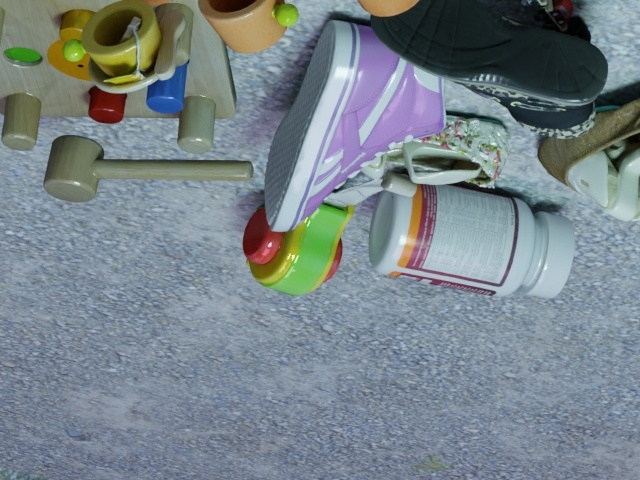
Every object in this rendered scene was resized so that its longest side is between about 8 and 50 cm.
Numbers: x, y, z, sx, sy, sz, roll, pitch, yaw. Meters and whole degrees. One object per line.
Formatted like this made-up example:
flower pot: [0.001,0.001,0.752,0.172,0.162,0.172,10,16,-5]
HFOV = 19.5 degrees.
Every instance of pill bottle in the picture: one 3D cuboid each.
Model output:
pill bottle: [0.177,0.000,2.188,0.221,0.121,0.121,11,156,-14]

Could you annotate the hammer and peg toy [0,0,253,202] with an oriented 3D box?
hammer and peg toy: [-0.209,-0.168,1.882,0.266,0.127,0.361,1,156,5]

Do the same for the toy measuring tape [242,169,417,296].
toy measuring tape: [0.000,0.000,2.185,0.121,0.121,0.330,19,162,-29]

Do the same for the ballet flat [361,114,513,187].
ballet flat: [0.089,-0.102,2.031,0.241,0.077,0.091,5,155,2]

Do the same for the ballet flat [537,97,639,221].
ballet flat: [0.348,-0.091,1.943,0.116,0.124,0.342,22,151,-33]

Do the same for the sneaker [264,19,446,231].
sneaker: [0.044,-0.101,1.950,0.161,0.102,0.282,8,139,-20]

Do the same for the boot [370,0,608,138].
boot: [0.168,-0.169,1.842,0.236,0.085,0.178,19,173,12]

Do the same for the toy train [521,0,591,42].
toy train: [0.225,-0.222,1.792,0.036,0.027,0.158,-11,152,26]

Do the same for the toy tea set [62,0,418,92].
toy tea set: [-0.072,-0.256,1.596,0.336,0.200,0.124,-13,138,14]
